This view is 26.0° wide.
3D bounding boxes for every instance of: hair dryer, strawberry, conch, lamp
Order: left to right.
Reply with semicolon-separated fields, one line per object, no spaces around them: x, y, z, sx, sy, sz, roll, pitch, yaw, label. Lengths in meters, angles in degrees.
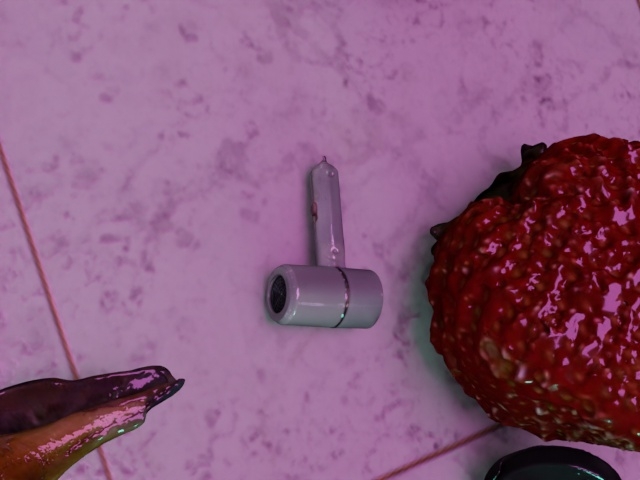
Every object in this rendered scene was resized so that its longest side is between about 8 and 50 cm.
-0.204;0.145;0.902;0.233;0.086;0.080;-25;134;-34;conch
0.000;0.000;1.074;0.082;0.047;0.137;6;72;-29;hair dryer
0.120;0.321;1.018;0.130;0.108;0.371;38;56;-18;lamp
0.228;0.043;1.084;0.261;0.258;0.261;2;85;-23;strawberry
